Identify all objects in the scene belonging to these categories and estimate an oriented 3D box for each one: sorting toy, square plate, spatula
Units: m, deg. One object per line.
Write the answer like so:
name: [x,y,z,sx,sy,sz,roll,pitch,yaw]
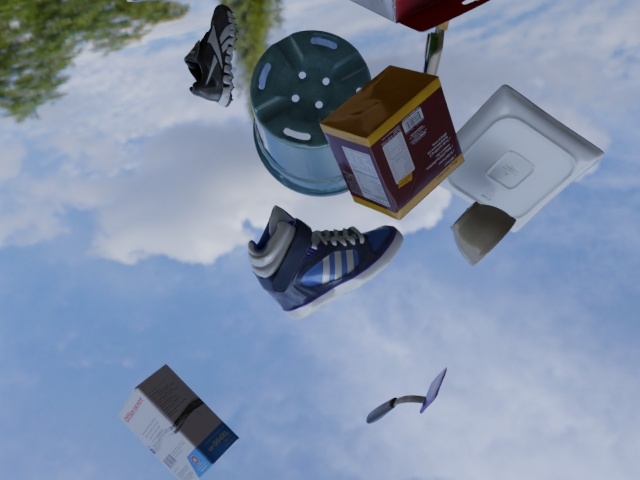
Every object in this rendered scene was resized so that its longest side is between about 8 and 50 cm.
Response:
sorting toy: [0.267,-0.478,1.932,0.041,0.307,0.229,11,-118,4]
square plate: [0.496,-0.192,2.189,0.347,0.344,0.049,30,-143,-18]
spatula: [0.167,0.320,1.665,0.296,0.030,0.084,-38,-162,53]

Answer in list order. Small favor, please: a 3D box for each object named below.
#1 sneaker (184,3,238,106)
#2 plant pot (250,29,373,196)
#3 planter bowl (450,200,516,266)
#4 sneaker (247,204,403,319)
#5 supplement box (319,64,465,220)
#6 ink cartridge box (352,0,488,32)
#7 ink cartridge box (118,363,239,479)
sneaker: [-0.238,-0.405,1.799,0.106,0.234,0.078,6,166,-22]
plant pot: [-0.009,-0.294,1.873,0.341,0.341,0.334,-9,172,4]
planter bowl: [0.397,-0.030,2.112,0.109,0.162,0.162,44,-135,2]
sneaker: [0.000,0.000,1.824,0.323,0.236,0.130,-34,-158,-3]
supplement box: [0.136,-0.180,1.540,0.191,0.194,0.129,-42,-140,-20]
ink cartridge box: [0.214,-0.533,1.549,0.309,0.130,0.272,-30,-135,-19]
ink cartridge box: [-0.274,0.355,1.603,0.203,0.148,0.086,45,-132,5]
